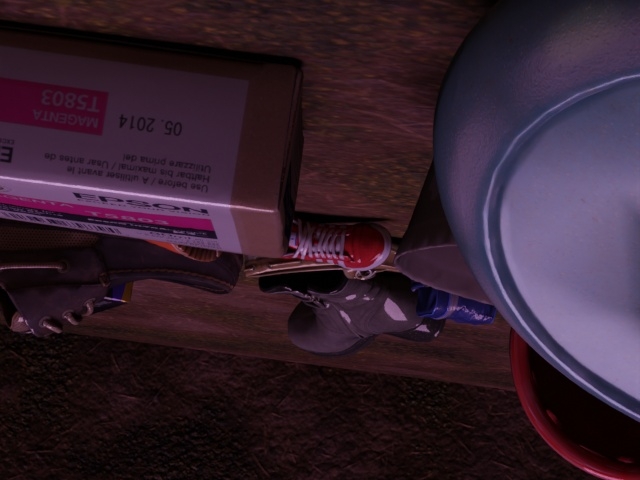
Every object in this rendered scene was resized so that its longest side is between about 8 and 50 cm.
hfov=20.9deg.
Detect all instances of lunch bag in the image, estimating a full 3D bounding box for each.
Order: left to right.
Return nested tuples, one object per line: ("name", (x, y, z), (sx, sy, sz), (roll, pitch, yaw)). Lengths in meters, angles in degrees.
("lunch bag", (0.115, 0.037, 1.508), (0.065, 0.067, 0.098), (9, 173, -8))

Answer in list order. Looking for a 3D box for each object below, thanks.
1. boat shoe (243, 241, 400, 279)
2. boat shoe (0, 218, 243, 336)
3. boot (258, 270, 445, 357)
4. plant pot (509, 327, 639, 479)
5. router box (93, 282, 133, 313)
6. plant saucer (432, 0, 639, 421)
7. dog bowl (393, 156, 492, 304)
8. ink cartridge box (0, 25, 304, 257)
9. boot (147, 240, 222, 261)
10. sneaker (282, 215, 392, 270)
("boat shoe", (0.009, 0.018, 1.543), (0.153, 0.048, 0.056), (8, 172, 3))
("boat shoe", (-0.248, 0.021, 1.520), (0.356, 0.130, 0.132), (9, 172, -10))
("boot", (0.001, 0.054, 1.767), (0.161, 0.083, 0.246), (21, 161, -31))
("plant pot", (0.240, 0.080, 1.290), (0.191, 0.191, 0.174), (6, 179, 10))
("router box", (-0.329, 0.016, 1.740), (0.243, 0.081, 0.309), (10, 172, -15))
("plant saucer", (0.192, 0.006, 0.727), (0.318, 0.043, 0.317), (17, 143, 14))
("dog bowl", (0.219, -0.013, 0.939), (0.349, 0.102, 0.349), (7, 173, 1))
("ink cartridge box", (-0.130, -0.057, 1.020), (0.235, 0.088, 0.193), (8, 173, 2))
("boot", (-0.139, -0.028, 1.360), (0.085, 0.059, 0.158), (5, 164, 39))
("sneaker", (0.000, 0.000, 1.450), (0.067, 0.042, 0.118), (11, 174, -42))
